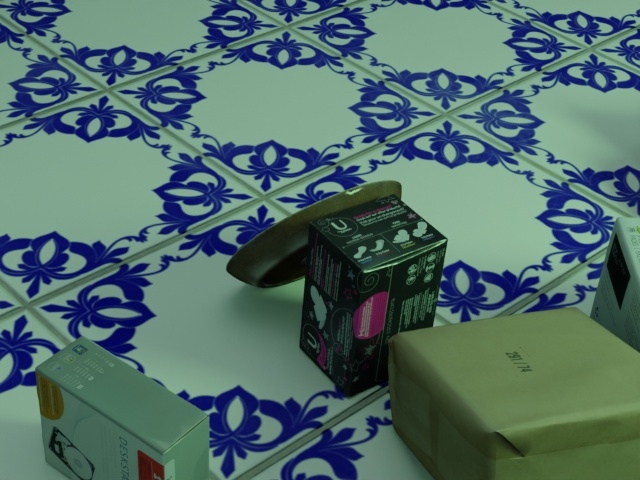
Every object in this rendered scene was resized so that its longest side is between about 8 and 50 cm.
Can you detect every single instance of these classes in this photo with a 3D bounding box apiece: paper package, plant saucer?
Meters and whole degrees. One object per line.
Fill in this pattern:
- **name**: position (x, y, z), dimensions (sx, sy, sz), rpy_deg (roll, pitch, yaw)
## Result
- **paper package**: position (0.291, 0.233, 1.603), dimensions (0.310, 0.168, 0.325), rpy_deg (-8, 20, -16)
- **plant saucer**: position (0.000, 0.000, 1.891), dimensions (0.311, 0.310, 0.050), rpy_deg (-21, 76, -30)

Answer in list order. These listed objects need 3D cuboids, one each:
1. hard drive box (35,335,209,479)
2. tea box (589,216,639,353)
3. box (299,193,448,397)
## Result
- **hard drive box**: position (-0.259, 0.261, 1.562), dimensions (0.232, 0.181, 0.089), rpy_deg (26, 42, 28)
- **tea box**: position (0.606, 0.148, 1.771), dimensions (0.324, 0.220, 0.329), rpy_deg (3, 37, -1)
- **box**: position (0.075, 0.080, 1.783), dimensions (0.163, 0.247, 0.142), rpy_deg (-20, 44, -29)
